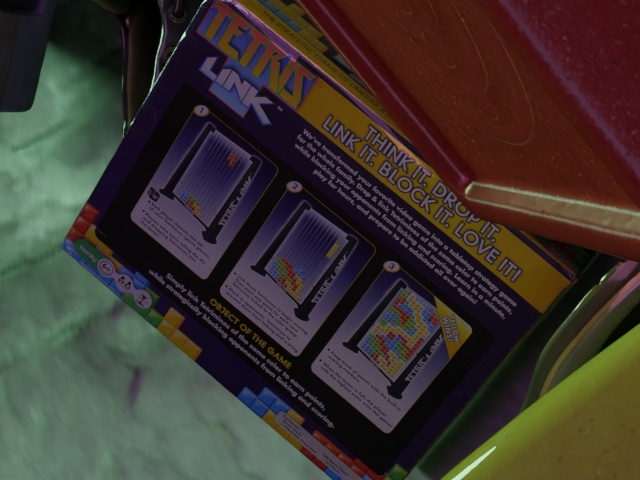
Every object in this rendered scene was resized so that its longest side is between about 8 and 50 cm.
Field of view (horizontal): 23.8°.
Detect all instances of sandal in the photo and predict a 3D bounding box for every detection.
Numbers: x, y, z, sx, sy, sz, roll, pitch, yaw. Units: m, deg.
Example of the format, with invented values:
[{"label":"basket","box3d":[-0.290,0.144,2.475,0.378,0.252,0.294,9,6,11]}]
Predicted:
[{"label":"sandal","box3d":[0.099,0.062,0.529,0.049,0.072,0.180,38,120,20]}]

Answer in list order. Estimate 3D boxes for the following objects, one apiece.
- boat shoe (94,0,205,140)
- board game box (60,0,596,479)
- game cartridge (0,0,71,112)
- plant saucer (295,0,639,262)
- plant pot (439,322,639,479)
[{"label":"boat shoe","box3d":[-0.067,-0.115,0.670,0.080,0.073,0.224,167,97,-67]},{"label":"board game box","box3d":[0.000,0.000,0.590,0.170,0.048,0.141,40,121,6]},{"label":"game cartridge","box3d":[-0.158,-0.268,0.753,0.230,0.068,0.355,44,122,54]},{"label":"plant saucer","box3d":[0.020,-0.089,0.406,0.047,0.259,0.258,-41,100,-3]},{"label":"plant pot","box3d":[0.131,0.132,0.411,0.212,0.212,0.187,41,107,36]}]
